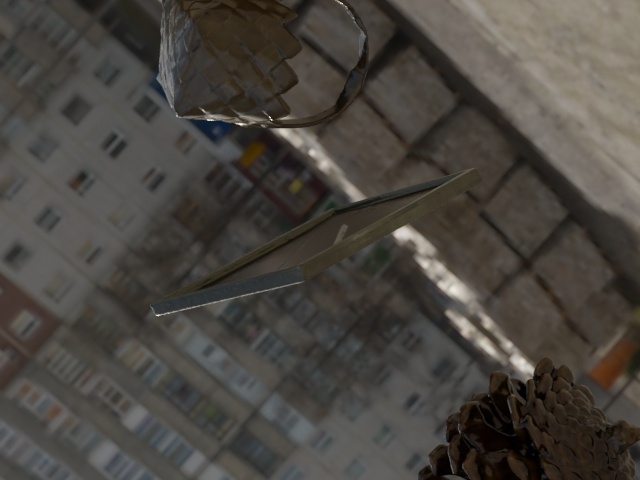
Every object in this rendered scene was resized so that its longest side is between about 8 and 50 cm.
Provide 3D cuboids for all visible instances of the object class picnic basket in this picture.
[{"bbox_3d":[-0.043,-0.156,1.129,0.178,0.128,0.138,5,-157,-19],"label":"picnic basket"}]

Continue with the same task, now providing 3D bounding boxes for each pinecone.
[{"bbox_3d":[0.166,0.210,1.078,0.168,0.212,0.186,19,-140,-8],"label":"pinecone"}]

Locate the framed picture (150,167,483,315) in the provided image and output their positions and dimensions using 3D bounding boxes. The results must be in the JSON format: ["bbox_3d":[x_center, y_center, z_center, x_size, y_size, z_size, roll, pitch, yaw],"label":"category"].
[{"bbox_3d":[0.000,0.000,1.444,0.240,0.324,0.020,-15,100,43],"label":"framed picture"}]
